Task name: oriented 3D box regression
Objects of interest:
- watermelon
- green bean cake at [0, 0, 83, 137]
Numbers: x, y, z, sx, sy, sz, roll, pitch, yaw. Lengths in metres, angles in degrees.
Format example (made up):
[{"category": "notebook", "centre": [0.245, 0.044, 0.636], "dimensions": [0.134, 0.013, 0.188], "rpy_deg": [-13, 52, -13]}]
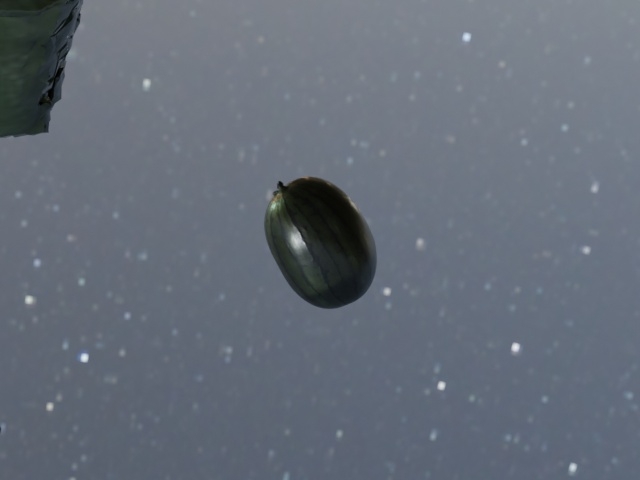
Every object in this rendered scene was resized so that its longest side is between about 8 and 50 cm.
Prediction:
[{"category": "watermelon", "centre": [0.000, 0.000, 1.123], "dimensions": [0.078, 0.111, 0.078], "rpy_deg": [-23, -154, 12]}, {"category": "green bean cake", "centre": [-0.204, -0.160, 0.522], "dimensions": [0.241, 0.132, 0.255], "rpy_deg": [3, -118, -20]}]
